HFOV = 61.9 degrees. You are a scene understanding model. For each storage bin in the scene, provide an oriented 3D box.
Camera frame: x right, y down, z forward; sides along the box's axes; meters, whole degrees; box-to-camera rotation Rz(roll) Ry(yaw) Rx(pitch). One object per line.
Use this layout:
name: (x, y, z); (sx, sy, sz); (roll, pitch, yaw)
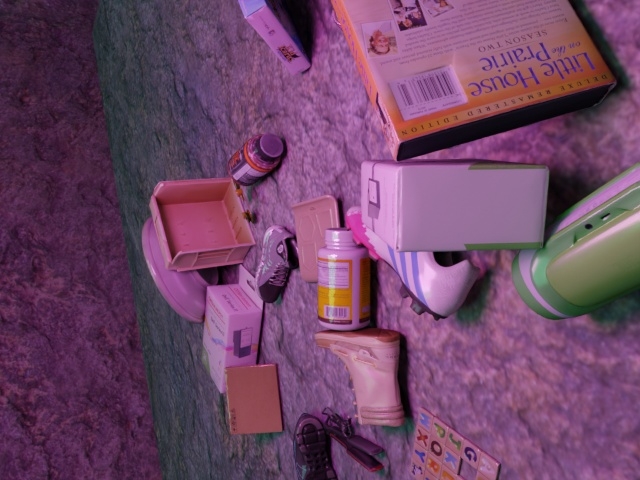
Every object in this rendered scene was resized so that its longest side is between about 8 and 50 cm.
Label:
storage bin: (-0.377, -0.054, 1.683); (0.123, 0.261, 0.262); (-54, 51, 49)

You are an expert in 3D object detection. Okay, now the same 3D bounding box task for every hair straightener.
hair straightener: (0.070, 0.453, 1.270); (0.230, 0.047, 0.088); (19, 109, 59)

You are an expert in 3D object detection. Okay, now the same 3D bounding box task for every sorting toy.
sorting toy: (0.000, 0.000, 1.323); (0.193, 0.038, 0.208); (-10, 90, 57)

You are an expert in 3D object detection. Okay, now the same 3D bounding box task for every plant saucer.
plant saucer: (-0.439, 0.079, 1.798); (0.101, 0.400, 0.400); (-24, 67, 9)

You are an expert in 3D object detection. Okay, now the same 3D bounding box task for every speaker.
speaker: (0.382, -0.007, 0.659); (0.296, 0.131, 0.131); (-47, 56, 48)

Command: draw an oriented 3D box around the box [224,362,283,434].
box: (-0.199, 0.474, 1.594); (0.021, 0.165, 0.201); (10, -107, -79)

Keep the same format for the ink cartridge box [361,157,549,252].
ink cartridge box: (0.179, -0.063, 0.801); (0.273, 0.199, 0.114); (-115, 24, -79)

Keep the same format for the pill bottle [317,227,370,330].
pill bottle: (0.052, 0.082, 1.175); (0.117, 0.117, 0.214); (10, 102, 56)

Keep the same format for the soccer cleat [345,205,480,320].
soccer cleat: (0.172, 0.006, 1.014); (0.143, 0.116, 0.331); (-54, 45, 16)

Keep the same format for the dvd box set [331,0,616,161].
dvd box set: (0.184, -0.341, 0.774); (0.062, 0.308, 0.420); (84, 168, -70)

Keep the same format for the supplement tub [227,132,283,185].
supplement tub: (-0.179, -0.231, 1.499); (0.198, 0.106, 0.106); (-26, 72, 54)

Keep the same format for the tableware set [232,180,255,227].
tableware set: (-0.236, -0.110, 1.612); (0.154, 0.024, 0.104); (82, 161, -56)

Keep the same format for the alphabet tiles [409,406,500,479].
alphabet tiles: (0.245, 0.474, 1.030); (0.198, 0.009, 0.237); (25, 114, 53)

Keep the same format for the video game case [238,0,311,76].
video game case: (-0.132, -0.568, 1.276); (0.061, 0.244, 0.269); (-27, 68, 16)

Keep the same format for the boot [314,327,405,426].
boot: (0.083, 0.296, 1.180); (0.262, 0.095, 0.203); (-8, 89, 52)

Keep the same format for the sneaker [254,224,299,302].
sneaker: (-0.110, 0.080, 1.452); (0.132, 0.086, 0.228); (24, 113, 51)

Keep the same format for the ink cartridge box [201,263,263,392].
ink cartridge box: (-0.286, 0.275, 1.703); (0.207, 0.119, 0.353); (36, 123, 53)

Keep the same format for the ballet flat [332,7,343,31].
ballet flat: (0.070, -0.536, 1.107); (0.079, 0.077, 0.221); (34, -113, -85)

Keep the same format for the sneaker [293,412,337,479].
sneaker: (-0.017, 0.580, 1.386); (0.106, 0.101, 0.267); (165, 101, -76)
